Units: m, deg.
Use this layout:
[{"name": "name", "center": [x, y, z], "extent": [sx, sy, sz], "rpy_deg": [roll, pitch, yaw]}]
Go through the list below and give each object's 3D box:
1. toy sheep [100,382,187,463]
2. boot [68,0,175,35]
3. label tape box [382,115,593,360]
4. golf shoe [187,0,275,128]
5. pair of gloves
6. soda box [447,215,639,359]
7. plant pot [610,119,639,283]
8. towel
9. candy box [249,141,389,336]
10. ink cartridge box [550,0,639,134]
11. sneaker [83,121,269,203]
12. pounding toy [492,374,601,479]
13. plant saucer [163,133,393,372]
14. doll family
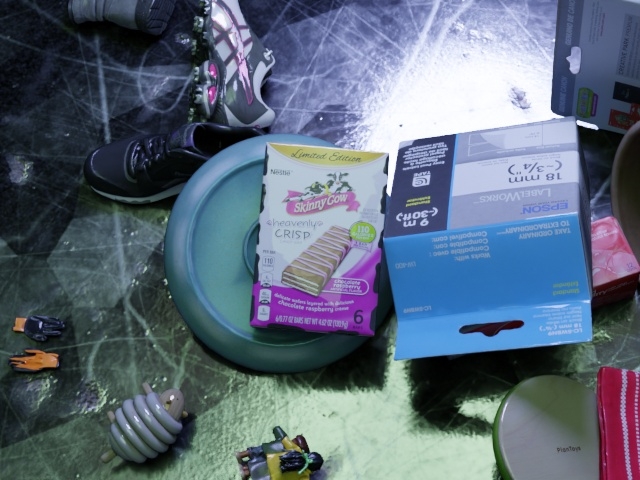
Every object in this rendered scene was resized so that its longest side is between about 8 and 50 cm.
[{"name": "toy sheep", "center": [-0.226, 0.237, 1.631], "extent": [0.132, 0.091, 0.091], "rpy_deg": [-43, 66, 2]}, {"name": "boot", "center": [-0.282, -0.427, 1.963], "extent": [0.161, 0.083, 0.246], "rpy_deg": [15, 66, 20]}, {"name": "label tape box", "center": [0.209, -0.011, 1.587], "extent": [0.241, 0.106, 0.333], "rpy_deg": [-8, 35, 15]}, {"name": "golf shoe", "center": [-0.128, -0.276, 1.871], "extent": [0.120, 0.105, 0.272], "rpy_deg": [4, 68, -11]}, {"name": "pair of gloves", "center": [-0.384, 0.140, 1.737], "extent": [0.074, 0.010, 0.083], "rpy_deg": [0, 62, 8]}, {"name": "soda box", "center": [0.271, 0.061, 1.652], "extent": [0.263, 0.083, 0.092], "rpy_deg": [-20, 63, -2]}, {"name": "plant pot", "center": [0.529, -0.053, 1.601], "extent": [0.229, 0.263, 0.263], "rpy_deg": [-15, 62, -19]}, {"name": "towel", "center": [0.457, 0.256, 1.518], "extent": [0.275, 0.031, 0.198], "rpy_deg": [9, 60, -5]}, {"name": "candy box", "center": [0.000, 0.000, 1.618], "extent": [0.159, 0.071, 0.233], "rpy_deg": [4, 85, 1]}, {"name": "ink cartridge box", "center": [0.447, -0.257, 1.656], "extent": [0.272, 0.309, 0.130], "rpy_deg": [15, 67, 14]}, {"name": "sneaker", "center": [-0.196, -0.125, 1.777], "extent": [0.283, 0.124, 0.107], "rpy_deg": [-2, 64, 7]}, {"name": "pounding toy", "center": [0.291, 0.275, 1.551], "extent": [0.237, 0.110, 0.183], "rpy_deg": [26, 56, -13]}, {"name": "plant saucer", "center": [-0.048, 0.014, 1.674], "extent": [0.318, 0.044, 0.317], "rpy_deg": [0, 86, 0]}, {"name": "doll family", "center": [-0.033, 0.313, 1.578], "extent": [0.111, 0.076, 0.193], "rpy_deg": [-16, 68, -5]}]
